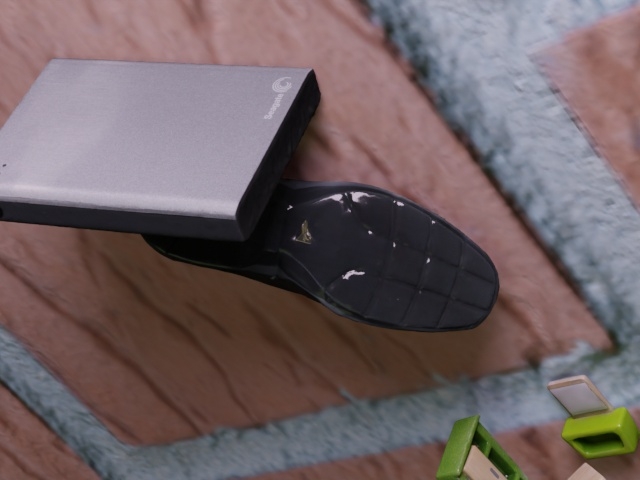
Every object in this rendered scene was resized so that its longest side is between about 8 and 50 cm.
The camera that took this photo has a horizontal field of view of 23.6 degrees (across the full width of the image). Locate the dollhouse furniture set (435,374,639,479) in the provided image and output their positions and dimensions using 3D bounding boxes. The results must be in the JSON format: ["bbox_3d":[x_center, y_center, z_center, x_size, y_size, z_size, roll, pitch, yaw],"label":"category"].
[{"bbox_3d":[0.134,0.100,0.724,0.151,0.076,0.058,-18,124,41],"label":"dollhouse furniture set"}]

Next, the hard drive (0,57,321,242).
[{"bbox_3d":[-0.077,-0.042,0.667,0.135,0.094,0.022,5,137,23],"label":"hard drive"}]

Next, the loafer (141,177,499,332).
[{"bbox_3d":[0.000,0.000,0.713,0.170,0.062,0.061,19,179,-2],"label":"loafer"}]
